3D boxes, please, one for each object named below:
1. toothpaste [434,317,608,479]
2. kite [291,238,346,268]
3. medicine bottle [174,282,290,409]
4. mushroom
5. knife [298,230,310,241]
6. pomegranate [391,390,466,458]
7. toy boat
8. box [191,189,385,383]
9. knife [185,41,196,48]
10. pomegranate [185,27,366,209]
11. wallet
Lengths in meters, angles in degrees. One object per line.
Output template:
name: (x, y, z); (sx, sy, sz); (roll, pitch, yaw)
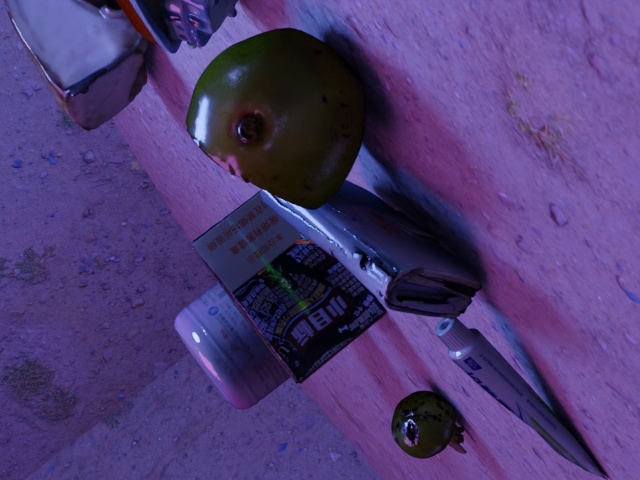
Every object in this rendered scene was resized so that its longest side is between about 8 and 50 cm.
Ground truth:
toothpaste: (0.247, 0.198, 1.194); (0.297, 0.048, 0.075); (44, 172, -19)
kite: (0.000, 0.000, 1.614); (0.190, 0.010, 0.159); (40, 157, -20)
medicine bottle: (-0.115, 0.166, 1.958); (0.241, 0.302, 0.241); (50, 168, 15)
mushroom: (-0.498, -0.400, 1.979); (0.314, 0.224, 0.397); (50, 170, 3)
knife: (-0.062, -0.107, 1.619); (0.063, 0.034, 0.260); (32, 152, 59)
pomegranate: (0.199, 0.336, 1.734); (0.161, 0.122, 0.122); (27, 179, -23)
toy boat: (-0.169, -0.335, 1.079); (0.133, 0.145, 0.332); (25, 163, 15)
box: (-0.059, 0.072, 1.708); (0.310, 0.198, 0.084); (51, 168, 8)
knife: (-0.263, -0.402, 1.555); (0.212, 0.015, 0.054); (57, 176, -24)
pomegranate: (-0.018, -0.135, 1.062); (0.240, 0.159, 0.190); (25, -164, -37)
wallet: (0.059, -0.002, 1.147); (0.176, 0.075, 0.250); (14, -160, -47)
